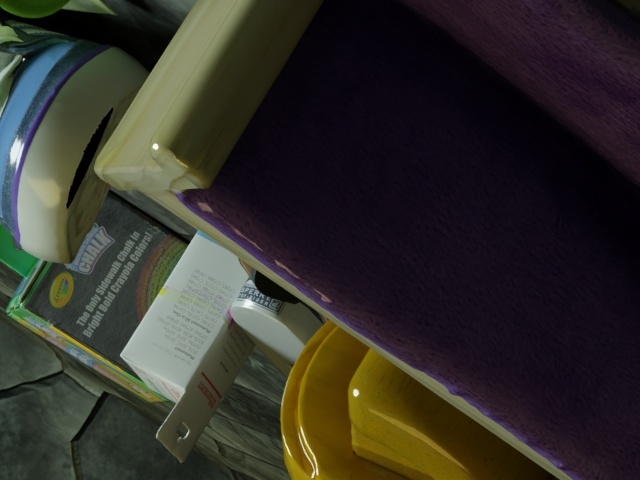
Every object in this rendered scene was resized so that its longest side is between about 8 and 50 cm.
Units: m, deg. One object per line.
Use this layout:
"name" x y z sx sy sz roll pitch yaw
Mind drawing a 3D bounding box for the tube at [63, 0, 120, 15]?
"tube" -0.233 -0.177 0.989 0.240 0.070 0.062 19 124 23

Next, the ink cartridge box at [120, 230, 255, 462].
"ink cartridge box" -0.091 0.069 1.314 0.061 0.181 0.104 27 167 15

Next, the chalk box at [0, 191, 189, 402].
"chalk box" -0.199 0.039 1.564 0.213 0.132 0.132 34 167 -9

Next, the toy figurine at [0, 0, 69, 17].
"toy figurine" -0.121 -0.146 0.772 0.159 0.130 0.173 6 176 41

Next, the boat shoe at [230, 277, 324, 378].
"boat shoe" 0.021 0.085 1.329 0.096 0.088 0.267 14 155 40

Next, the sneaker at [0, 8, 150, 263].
"sneaker" -0.228 -0.094 1.035 0.236 0.130 0.323 25 -177 -5

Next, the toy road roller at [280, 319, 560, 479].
"toy road roller" 0.132 0.141 1.053 0.329 0.202 0.241 22 148 19

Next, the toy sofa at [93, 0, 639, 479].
"toy sofa" 0.105 0.006 0.700 0.362 0.150 0.177 36 168 -21

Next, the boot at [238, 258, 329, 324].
"boot" 0.000 0.000 1.156 0.106 0.082 0.219 53 -170 32
